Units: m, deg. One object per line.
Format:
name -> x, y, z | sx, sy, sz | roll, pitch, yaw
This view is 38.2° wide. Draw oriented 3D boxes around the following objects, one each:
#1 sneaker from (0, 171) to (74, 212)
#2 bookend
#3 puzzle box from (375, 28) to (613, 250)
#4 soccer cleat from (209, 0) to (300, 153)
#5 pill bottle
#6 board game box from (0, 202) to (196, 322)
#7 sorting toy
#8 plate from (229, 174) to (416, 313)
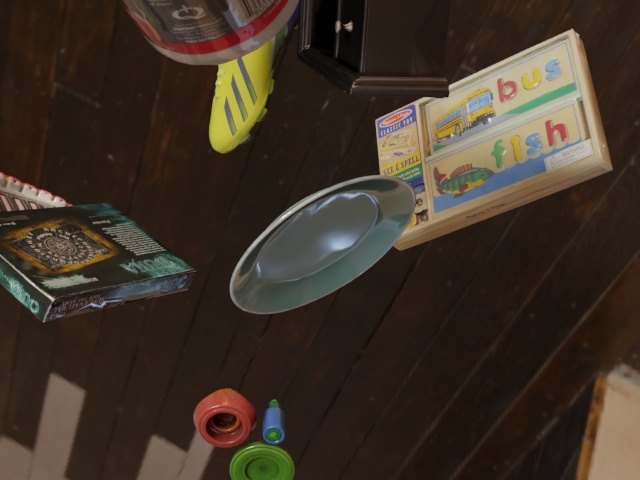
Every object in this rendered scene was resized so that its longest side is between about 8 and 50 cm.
sneaker -> -0.321, -0.025, 0.956 | 0.063, 0.075, 0.170 | 14, 171, 42
bookend -> 0.038, -0.194, 0.663 | 0.072, 0.157, 0.156 | -2, 111, -15
puzzle box -> 0.284, -0.171, 1.610 | 0.408, 0.272, 0.052 | -23, 145, 30
soccer cleat -> -0.110, -0.264, 1.300 | 0.121, 0.093, 0.289 | 14, 109, -34
pill bottle -> -0.136, -0.306, 0.778 | 0.176, 0.176, 0.318 | 10, 159, 19
board game box -> -0.213, 0.014, 0.821 | 0.126, 0.186, 0.026 | 36, 112, 22
sorting toy -> -0.055, 0.150, 0.728 | 0.061, 0.042, 0.102 | -28, 114, 12
plate -> 0.000, 0.000, 0.822 | 0.024, 0.188, 0.188 | 57, 139, 25
